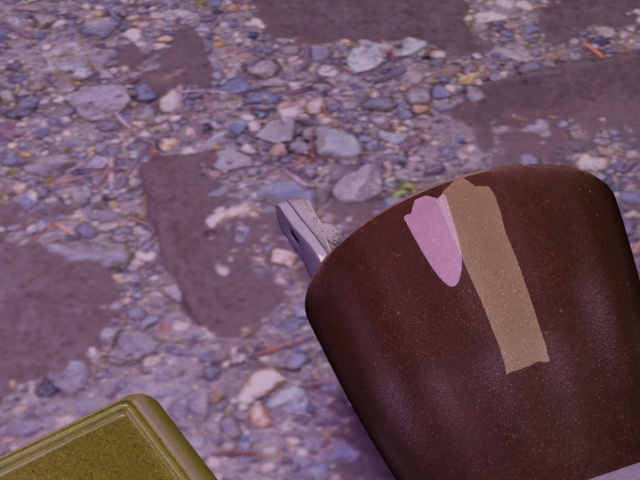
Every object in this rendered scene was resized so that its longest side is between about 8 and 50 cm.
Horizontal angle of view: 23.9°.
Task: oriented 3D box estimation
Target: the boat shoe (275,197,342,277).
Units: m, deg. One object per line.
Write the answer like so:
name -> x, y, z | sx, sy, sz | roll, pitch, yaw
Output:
boat shoe -> 0.000, 0.000, 1.149 | 0.035, 0.035, 0.100 | -19, 40, -15

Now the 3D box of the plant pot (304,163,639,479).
plant pot -> 0.124, 0.108, 0.930 | 0.215, 0.215, 0.230 | -12, 58, -12

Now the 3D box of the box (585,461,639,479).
box -> 0.255, 0.196, 0.804 | 0.247, 0.163, 0.142 | -14, 30, -25

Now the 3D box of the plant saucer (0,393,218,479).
plant saucer -> -0.145, 0.181, 0.949 | 0.188, 0.045, 0.188 | -25, 49, -24
